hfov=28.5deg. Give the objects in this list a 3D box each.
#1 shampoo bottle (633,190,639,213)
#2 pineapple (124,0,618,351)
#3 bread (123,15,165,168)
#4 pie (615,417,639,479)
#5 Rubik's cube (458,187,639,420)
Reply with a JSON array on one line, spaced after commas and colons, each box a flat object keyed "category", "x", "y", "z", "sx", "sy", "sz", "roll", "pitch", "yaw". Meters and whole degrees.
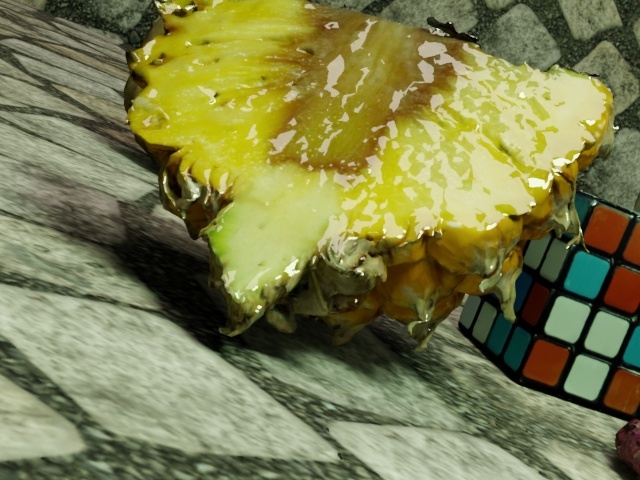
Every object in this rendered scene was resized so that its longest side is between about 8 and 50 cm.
[{"category": "shampoo bottle", "x": 0.456, "y": 0.023, "z": 1.204, "sx": 0.317, "sy": 0.323, "sz": 0.322, "roll": 14, "pitch": 9, "yaw": -2}, {"category": "pineapple", "x": -0.001, "y": 0.002, "z": 0.857, "sx": 0.344, "sy": 0.286, "sz": 0.209, "roll": 17, "pitch": -38, "yaw": 15}, {"category": "bread", "x": -0.088, "y": -0.153, "z": 1.303, "sx": 0.230, "sy": 0.230, "sz": 0.123, "roll": 27, "pitch": -10, "yaw": 32}, {"category": "pie", "x": 0.264, "y": 0.159, "z": 0.818, "sx": 0.154, "sy": 0.036, "sz": 0.154, "roll": 22, "pitch": 8, "yaw": -3}, {"category": "Rubik's cube", "x": 0.229, "y": 0.045, "z": 1.042, "sx": 0.155, "sy": 0.154, "sz": 0.151, "roll": 20, "pitch": 8, "yaw": -17}]
